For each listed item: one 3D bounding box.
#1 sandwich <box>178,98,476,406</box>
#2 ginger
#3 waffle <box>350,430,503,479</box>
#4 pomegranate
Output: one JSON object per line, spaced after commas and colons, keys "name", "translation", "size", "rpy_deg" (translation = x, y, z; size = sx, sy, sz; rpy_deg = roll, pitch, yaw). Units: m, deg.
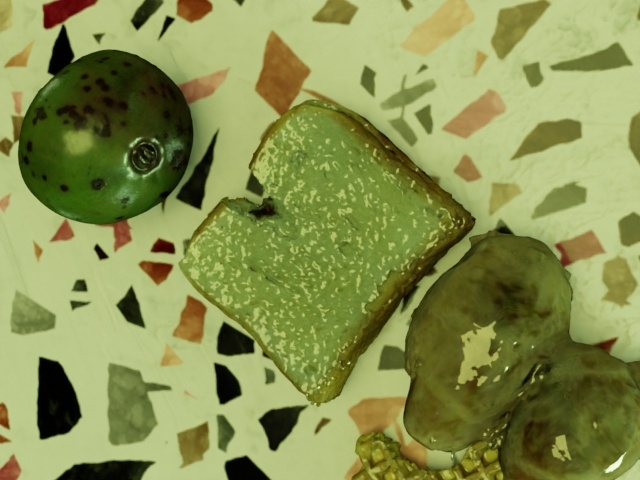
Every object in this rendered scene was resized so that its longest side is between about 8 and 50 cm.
{"name": "sandwich", "translation": [-0.001, 0.000, 1.062], "size": [0.249, 0.095, 0.273], "rpy_deg": [42, 105, 15]}
{"name": "ginger", "translation": [0.225, 0.148, 0.964], "size": [0.304, 0.155, 0.244], "rpy_deg": [39, 73, 7]}
{"name": "waffle", "translation": [0.129, 0.268, 1.059], "size": [0.194, 0.051, 0.149], "rpy_deg": [3, 86, 23]}
{"name": "pomegranate", "translation": [-0.260, -0.120, 1.099], "size": [0.248, 0.202, 0.202], "rpy_deg": [23, 101, 43]}
